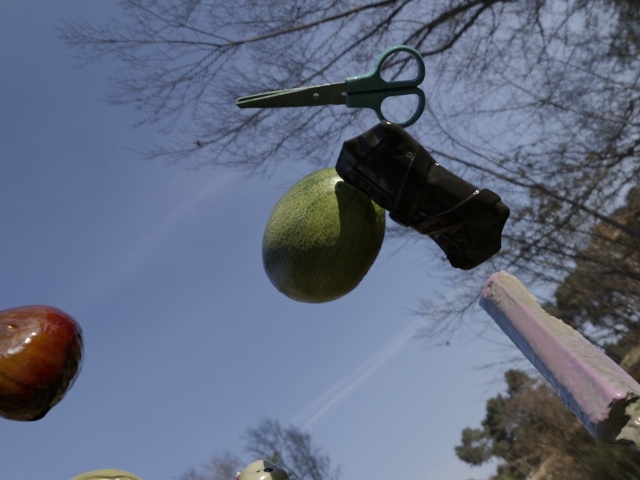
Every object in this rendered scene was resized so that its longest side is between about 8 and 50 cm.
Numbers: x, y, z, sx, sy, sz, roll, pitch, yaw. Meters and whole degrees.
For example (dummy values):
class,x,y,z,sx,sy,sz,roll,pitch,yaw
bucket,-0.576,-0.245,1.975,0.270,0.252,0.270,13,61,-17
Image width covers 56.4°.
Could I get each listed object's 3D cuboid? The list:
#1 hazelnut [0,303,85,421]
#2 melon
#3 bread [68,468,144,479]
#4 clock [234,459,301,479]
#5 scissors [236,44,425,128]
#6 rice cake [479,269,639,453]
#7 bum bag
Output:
class,x,y,z,sx,sy,sz,roll,pitch,yaw
hazelnut,-0.570,0.225,1.143,0.217,0.251,0.217,-8,-59,-13
melon,0.000,0.000,0.710,0.139,0.139,0.192,-6,-41,-49
bread,-0.532,0.707,1.435,0.320,0.320,0.237,-30,-24,-32
clock,-0.081,0.345,0.721,0.231,0.144,0.103,-4,-60,-59
scissors,0.028,-0.337,1.377,0.446,0.029,0.193,-8,-65,-9
rice cake,0.310,0.139,0.811,0.064,0.399,0.070,9,-73,-10
bum bag,0.109,-0.050,0.621,0.087,0.197,0.049,-52,4,35
